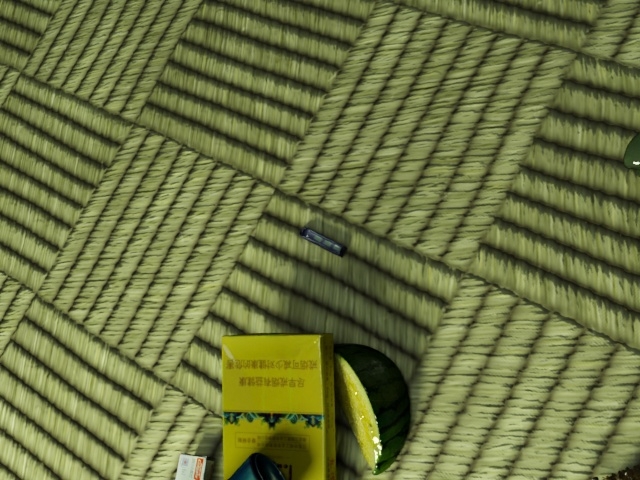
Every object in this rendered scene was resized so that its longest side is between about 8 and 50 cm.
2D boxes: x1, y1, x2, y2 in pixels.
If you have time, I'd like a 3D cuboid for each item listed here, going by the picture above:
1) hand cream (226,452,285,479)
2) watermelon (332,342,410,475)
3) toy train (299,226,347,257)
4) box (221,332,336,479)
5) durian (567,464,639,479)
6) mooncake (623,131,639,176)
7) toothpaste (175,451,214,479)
[{"bbox_3d":[-0.140,0.390,1.076,0.270,0.061,0.120,-53,41,13],"label":"hand cream"},{"bbox_3d":[0.068,0.193,1.108,0.181,0.075,0.092,59,148,32],"label":"watermelon"},{"bbox_3d":[0.000,0.000,1.223,0.083,0.017,0.017,26,84,33],"label":"toy train"},{"bbox_3d":[-0.055,0.259,1.106,0.153,0.041,0.279,-4,84,26],"label":"box"},{"bbox_3d":[0.336,0.302,0.893,0.188,0.091,0.148,30,87,34],"label":"durian"},{"bbox_3d":[0.434,-0.072,0.973,0.168,0.104,0.175,-8,71,21],"label":"mooncake"},{"bbox_3d":[-0.181,0.389,1.162,0.047,0.040,0.196,1,72,25],"label":"toothpaste"}]
